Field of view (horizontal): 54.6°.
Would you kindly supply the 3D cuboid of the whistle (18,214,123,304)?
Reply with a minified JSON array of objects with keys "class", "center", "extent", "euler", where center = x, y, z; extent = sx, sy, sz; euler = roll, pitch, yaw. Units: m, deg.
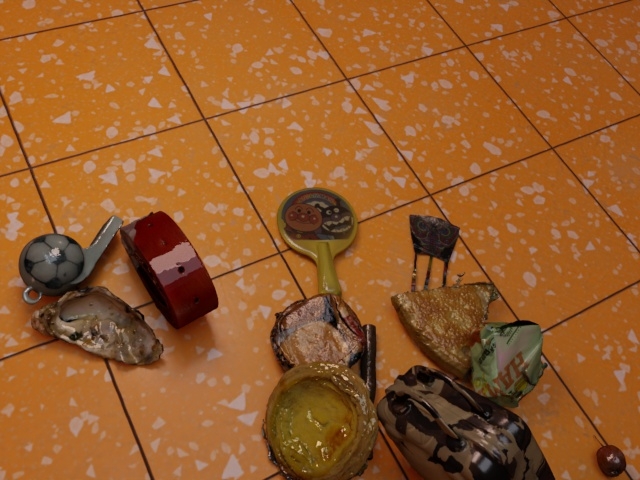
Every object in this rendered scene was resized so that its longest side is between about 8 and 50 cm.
[{"class":"whistle","center":[-0.611,0.031,1.471],"extent":[0.164,0.163,0.289],"euler":[22,57,2]}]

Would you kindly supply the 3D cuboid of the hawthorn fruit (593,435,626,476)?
[{"class":"hawthorn fruit","center":[0.692,0.516,1.496],"extent":[0.067,0.066,0.103],"euler":[3,33,-9]}]

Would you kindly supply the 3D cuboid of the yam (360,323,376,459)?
[{"class":"yam","center":[0.109,0.355,1.481],"extent":[0.045,0.045,0.326],"euler":[-9,55,20]}]

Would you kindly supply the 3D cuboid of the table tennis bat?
[{"class":"table tennis bat","center":[0.000,0.000,1.669],"extent":[0.224,0.054,0.368],"euler":[-1,56,-11]}]

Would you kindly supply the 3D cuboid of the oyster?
[{"class":"oyster","center":[-0.503,0.206,1.436],"extent":[0.294,0.094,0.166],"euler":[34,77,-1]}]

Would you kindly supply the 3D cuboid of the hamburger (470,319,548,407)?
[{"class":"hamburger","center":[0.463,0.297,1.519],"extent":[0.235,0.125,0.214],"euler":[-4,95,-37]}]

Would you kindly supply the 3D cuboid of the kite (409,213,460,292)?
[{"class":"kite","center":[0.310,0.046,1.722],"extent":[0.152,0.015,0.285],"euler":[13,58,-3]}]

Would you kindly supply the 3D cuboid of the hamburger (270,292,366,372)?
[{"class":"hamburger","center":[-0.006,0.239,1.493],"extent":[0.231,0.106,0.230],"euler":[4,63,-8]}]

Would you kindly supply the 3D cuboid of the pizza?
[{"class":"pizza","center":[0.361,0.202,1.607],"extent":[0.288,0.075,0.279],"euler":[-28,73,-24]}]

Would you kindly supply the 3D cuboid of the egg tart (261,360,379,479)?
[{"class":"egg tart","center":[0.004,0.403,1.364],"extent":[0.279,0.095,0.278],"euler":[-6,76,24]}]

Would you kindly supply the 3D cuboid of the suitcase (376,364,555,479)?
[{"class":"suitcase","center":[0.270,0.407,1.261],"extent":[0.194,0.339,0.352],"euler":[-43,31,-19]}]

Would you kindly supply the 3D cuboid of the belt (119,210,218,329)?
[{"class":"belt","center":[-0.364,0.064,1.459],"extent":[0.115,0.227,0.324],"euler":[-27,48,-24]}]
